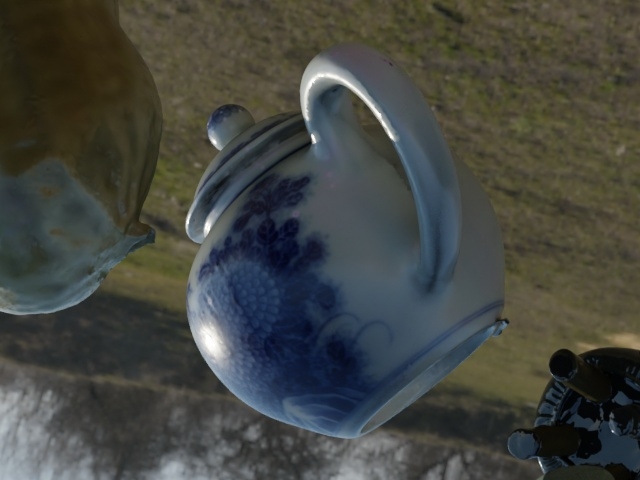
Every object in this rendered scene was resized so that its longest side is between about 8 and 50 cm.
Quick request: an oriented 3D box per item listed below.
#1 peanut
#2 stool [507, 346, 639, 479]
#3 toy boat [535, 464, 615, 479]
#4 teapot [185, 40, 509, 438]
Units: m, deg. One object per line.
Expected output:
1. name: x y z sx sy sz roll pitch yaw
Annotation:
1. peanut: -0.150 -0.074 0.553 0.129 0.224 0.129 -13 168 -3
2. stool: 0.266 0.196 0.938 0.153 0.228 0.139 -20 158 40
3. toy boat: 0.167 0.256 0.794 0.078 0.085 0.261 -3 142 -7
4. teapot: 0.000 0.000 0.825 0.280 0.252 0.424 52 154 14
